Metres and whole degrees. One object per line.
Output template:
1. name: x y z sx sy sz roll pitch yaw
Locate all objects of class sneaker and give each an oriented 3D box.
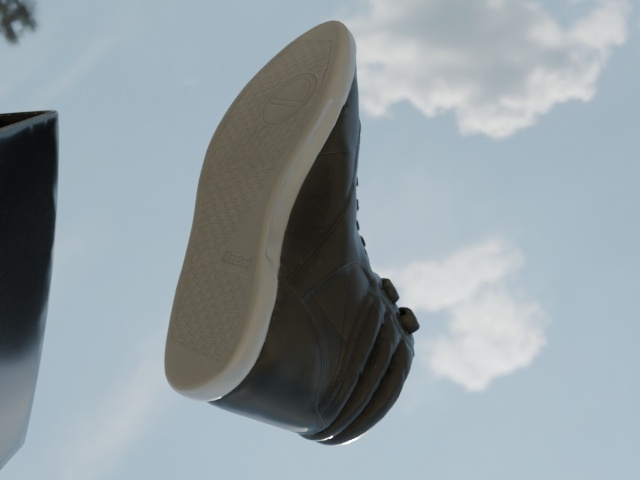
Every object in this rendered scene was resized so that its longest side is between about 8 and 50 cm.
1. sneaker: 0.000 0.000 0.842 0.105 0.147 0.295 -18 -134 39

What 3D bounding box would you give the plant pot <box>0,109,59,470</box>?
1. plant pot: -0.220 0.039 0.580 0.188 0.167 0.187 -5 -168 6
